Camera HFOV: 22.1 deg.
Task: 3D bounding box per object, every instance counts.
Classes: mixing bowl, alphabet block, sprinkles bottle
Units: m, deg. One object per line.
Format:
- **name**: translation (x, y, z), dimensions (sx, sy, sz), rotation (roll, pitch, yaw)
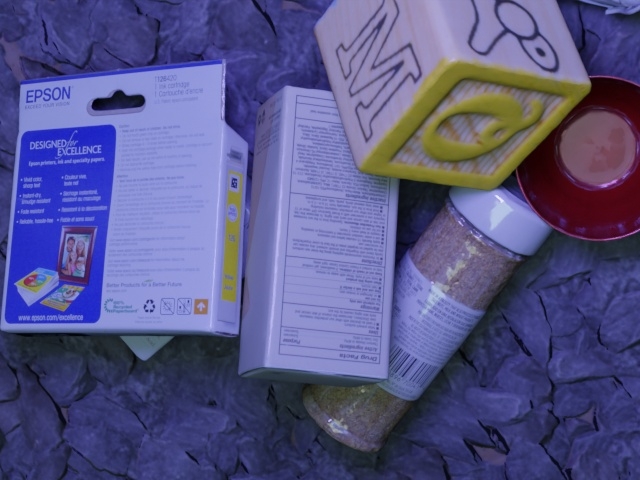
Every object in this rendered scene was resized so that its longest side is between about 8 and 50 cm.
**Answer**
- **mixing bowl**: translation (0.306, -0.096, 1.808), dimensions (0.181, 0.098, 0.181), rotation (1, 100, 8)
- **alphabet block**: translation (0.134, -0.192, 1.717), dimensions (0.193, 0.192, 0.197), rotation (-50, 44, 43)
- **sprinkles bottle**: translation (0.121, 0.078, 1.883), dimensions (0.121, 0.121, 0.355), rotation (37, 108, 2)

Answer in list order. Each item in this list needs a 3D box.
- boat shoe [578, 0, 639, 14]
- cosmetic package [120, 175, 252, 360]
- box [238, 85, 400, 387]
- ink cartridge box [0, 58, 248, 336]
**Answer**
- **boat shoe**: translation (0.375, -0.282, 1.720), dimensions (0.367, 0.156, 0.135), rotation (17, 106, 8)
- **cosmetic package**: translation (-0.156, 0.026, 1.951), dimensions (0.231, 0.085, 0.117), rotation (-42, 91, 19)
- **box**: translation (0.000, 0.000, 1.808), dimensions (0.148, 0.121, 0.311), rotation (8, 79, -17)
- **ink cartridge box**: translation (-0.226, -0.042, 1.898), dimensions (0.304, 0.072, 0.307), rotation (-2, 78, 31)
